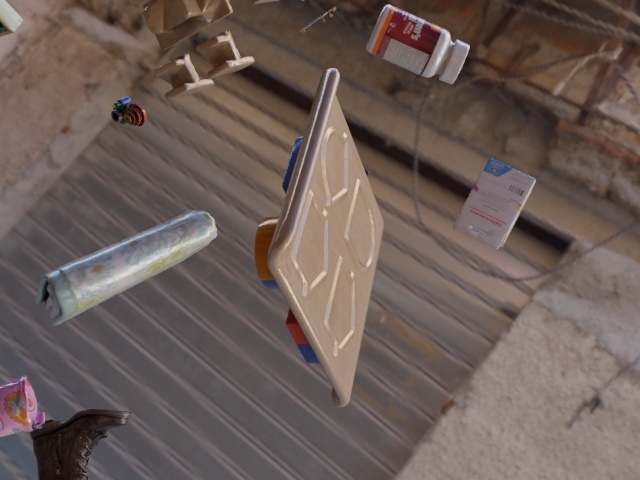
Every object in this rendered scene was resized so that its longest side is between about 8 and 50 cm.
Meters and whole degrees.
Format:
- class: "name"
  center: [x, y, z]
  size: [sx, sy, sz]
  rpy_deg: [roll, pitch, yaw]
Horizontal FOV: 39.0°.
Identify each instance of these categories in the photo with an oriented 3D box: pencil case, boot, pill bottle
- class: "pencil case"
  center: [-0.709, 0.361, 1.816]
  size: [0.124, 0.284, 0.124]
  rpy_deg: [167, -90, -78]
- class: "boot"
  center: [-0.502, 0.482, 1.903]
  size: [0.091, 0.262, 0.229]
  rpy_deg: [33, 43, -66]
- class: "pill bottle"
  center: [0.229, -0.457, 2.123]
  size: [0.221, 0.121, 0.121]
  rpy_deg: [23, -10, -1]

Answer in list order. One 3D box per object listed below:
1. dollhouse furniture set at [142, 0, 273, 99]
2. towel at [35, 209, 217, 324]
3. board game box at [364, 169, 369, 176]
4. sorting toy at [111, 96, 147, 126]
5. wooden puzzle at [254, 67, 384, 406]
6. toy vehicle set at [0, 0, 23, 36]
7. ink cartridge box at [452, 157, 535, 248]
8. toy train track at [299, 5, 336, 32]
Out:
- class: "dollhouse furniture set"
  center: [-0.232, -0.587, 2.142]
  size: [0.256, 0.394, 0.362]
  rpy_deg: [-34, 102, -59]
- class: "towel"
  center: [-0.392, 0.051, 1.771]
  size: [0.090, 0.320, 0.374]
  rpy_deg: [62, -22, -2]
- class: "board game box"
  center: [0.022, 0.004, 2.126]
  size: [0.056, 0.347, 0.208]
  rpy_deg: [23, -6, 5]
- class: "sorting toy"
  center: [-0.404, -0.260, 1.855]
  size: [0.102, 0.042, 0.061]
  rpy_deg: [6, -62, 39]
- class: "wooden puzzle"
  center: [0.000, 0.000, 1.208]
  size: [0.080, 0.322, 0.348]
  rpy_deg: [0, -41, 18]
- class: "toy vehicle set"
  center: [-0.692, -0.440, 1.692]
  size: [0.266, 0.035, 0.166]
  rpy_deg: [-1, -39, 42]
- class: "ink cartridge box"
  center: [0.344, -0.062, 1.813]
  size: [0.104, 0.181, 0.061]
  rpy_deg: [27, -23, 14]
- class: "toy train track"
  center: [-0.003, -0.424, 1.750]
  size: [0.014, 0.083, 0.048]
  rpy_deg: [56, 9, -13]
